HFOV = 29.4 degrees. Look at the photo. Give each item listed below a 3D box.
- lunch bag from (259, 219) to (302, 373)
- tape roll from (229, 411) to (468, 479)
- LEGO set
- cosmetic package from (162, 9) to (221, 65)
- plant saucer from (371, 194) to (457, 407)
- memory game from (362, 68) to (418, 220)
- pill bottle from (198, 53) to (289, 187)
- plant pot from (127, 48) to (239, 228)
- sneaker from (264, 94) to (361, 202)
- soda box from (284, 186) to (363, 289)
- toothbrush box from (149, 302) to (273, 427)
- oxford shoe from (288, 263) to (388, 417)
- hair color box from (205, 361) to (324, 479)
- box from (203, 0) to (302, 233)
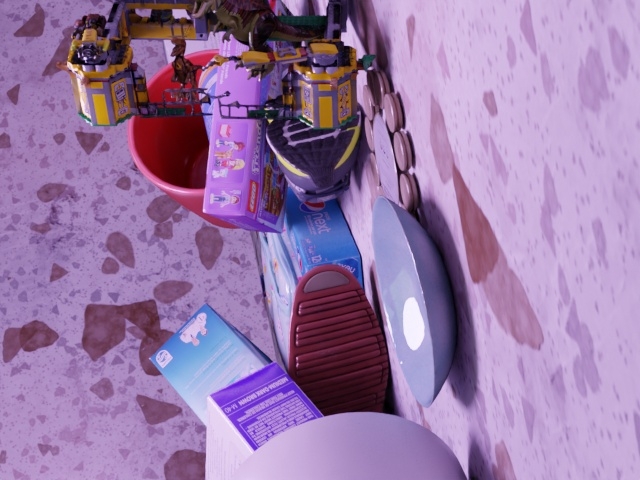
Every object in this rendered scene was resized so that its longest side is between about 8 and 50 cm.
[{"bbox_3d":[-0.025,0.070,1.805,0.279,0.108,0.224,-113,13,-58],"label":"lunch bag"},{"bbox_3d":[0.035,0.296,1.059,0.169,0.246,0.246,-111,12,-59],"label":"tape roll"},{"bbox_3d":[-0.101,-0.247,1.187,0.255,0.331,0.192,-74,-14,-46],"label":"LEGO set"},{"bbox_3d":[-0.207,-0.371,2.333,0.151,0.184,0.151,107,152,-76],"label":"cosmetic package"},{"bbox_3d":[0.089,0.051,1.095,0.195,0.037,0.195,167,90,-83],"label":"plant saucer"},{"bbox_3d":[0.068,-0.077,1.188,0.186,0.012,0.186,169,90,-83],"label":"memory game"},{"bbox_3d":[-0.091,-0.158,1.819,0.272,0.152,0.152,-107,9,-45],"label":"pill bottle"},{"bbox_3d":[-0.165,-0.153,2.099,0.243,0.275,0.275,66,-170,-65],"label":"plant pot"},{"bbox_3d":[0.001,-0.098,1.411,0.300,0.111,0.121,-96,-9,-73],"label":"sneaker"},{"bbox_3d":[0.000,0.000,1.639,0.210,0.071,0.067,-111,12,-56],"label":"soda box"},{"bbox_3d":[-0.084,0.257,1.793,0.295,0.126,0.216,41,175,38],"label":"toothbrush box"},{"bbox_3d":[0.025,0.192,1.533,0.130,0.123,0.348,-109,11,-78],"label":"oxford shoe"},{"bbox_3d":[0.000,0.323,1.404,0.339,0.110,0.185,47,148,33],"label":"hair color box"},{"bbox_3d":[-0.083,-0.165,1.576,0.201,0.057,0.293,29,-114,-77],"label":"box"}]
